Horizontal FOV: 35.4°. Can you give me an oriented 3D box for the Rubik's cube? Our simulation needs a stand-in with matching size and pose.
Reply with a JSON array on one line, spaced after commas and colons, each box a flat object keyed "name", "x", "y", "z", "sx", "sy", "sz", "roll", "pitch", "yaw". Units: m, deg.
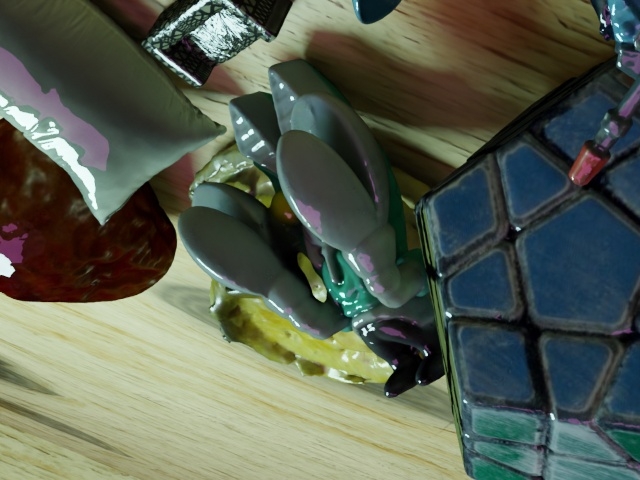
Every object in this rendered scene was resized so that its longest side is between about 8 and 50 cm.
[{"name": "Rubik's cube", "x": 0.204, "y": 0.031, "z": 0.624, "sx": 0.319, "sy": 0.319, "sz": 0.264, "roll": 4, "pitch": 174, "yaw": 33}]

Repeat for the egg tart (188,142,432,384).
[{"name": "egg tart", "x": 0.015, "y": 0.046, "z": 0.957, "sx": 0.345, "sy": 0.132, "sz": 0.345, "roll": 16, "pitch": 153, "yaw": 8}]

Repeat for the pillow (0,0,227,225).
[{"name": "pillow", "x": -0.216, "y": -0.128, "z": 0.817, "sx": 0.144, "sy": 0.078, "sz": 0.254, "roll": -41, "pitch": 118, "yaw": 12}]

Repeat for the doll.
[{"name": "doll", "x": 0.010, "y": -0.014, "z": 0.741, "sx": 0.258, "sy": 0.153, "sz": 0.195, "roll": 40, "pitch": 126, "yaw": 20}]

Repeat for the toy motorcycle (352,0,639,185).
[{"name": "toy motorcycle", "x": 0.107, "y": -0.156, "z": 0.484, "sx": 0.272, "sy": 0.123, "sz": 0.182, "roll": 36, "pitch": 126, "yaw": 9}]

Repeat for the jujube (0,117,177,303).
[{"name": "jujube", "x": -0.246, "y": -0.021, "z": 0.989, "sx": 0.190, "sy": 0.190, "sz": 0.255, "roll": 4, "pitch": 162, "yaw": 33}]

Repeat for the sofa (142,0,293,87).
[{"name": "sofa", "x": -0.078, "y": -0.159, "z": 0.744, "sx": 0.060, "sy": 0.039, "sz": 0.118, "roll": 36, "pitch": 151, "yaw": -25}]
